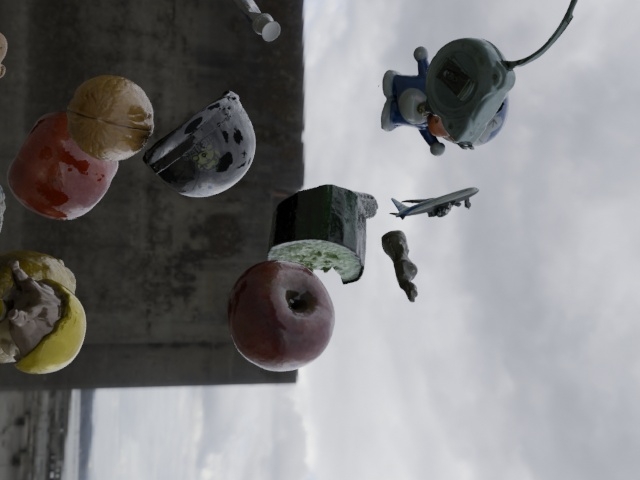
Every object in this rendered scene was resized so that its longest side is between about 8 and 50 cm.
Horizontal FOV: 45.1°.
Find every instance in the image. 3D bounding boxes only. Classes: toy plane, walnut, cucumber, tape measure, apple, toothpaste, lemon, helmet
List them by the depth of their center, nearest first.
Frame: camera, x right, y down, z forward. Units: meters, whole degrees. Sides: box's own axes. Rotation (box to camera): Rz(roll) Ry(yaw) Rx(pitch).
[{"bbox_3d":[-0.054,0.103,1.038,0.120,0.153,0.153,-43,-135,40],"label":"apple"},{"bbox_3d":[0.281,-0.318,1.235,0.164,0.084,0.330,47,-55,26],"label":"tape measure"},{"bbox_3d":[-0.003,-0.006,1.441,0.191,0.191,0.130,115,-17,-52],"label":"cucumber"},{"bbox_3d":[-0.402,-0.234,1.484,0.197,0.165,0.165,-16,108,-86],"label":"walnut"},{"bbox_3d":[-0.224,-0.173,1.540,0.160,0.230,0.279,55,2,-10],"label":"helmet"},{"bbox_3d":[0.270,-0.085,1.795,0.226,0.226,0.058,-147,-129,-69],"label":"toy plane"},{"bbox_3d":[-0.609,-0.167,1.819,0.260,0.216,0.260,-45,-157,25],"label":"apple"},{"bbox_3d":[-0.751,0.158,1.876,0.316,0.285,0.285,27,59,-67],"label":"lemon"},{"bbox_3d":[0.077,-0.095,2.037,0.077,0.265,0.077,-1,-92,30],"label":"cucumber"},{"bbox_3d":[-0.193,-0.642,2.150,0.266,0.096,0.061,54,-54,39],"label":"toothpaste"}]

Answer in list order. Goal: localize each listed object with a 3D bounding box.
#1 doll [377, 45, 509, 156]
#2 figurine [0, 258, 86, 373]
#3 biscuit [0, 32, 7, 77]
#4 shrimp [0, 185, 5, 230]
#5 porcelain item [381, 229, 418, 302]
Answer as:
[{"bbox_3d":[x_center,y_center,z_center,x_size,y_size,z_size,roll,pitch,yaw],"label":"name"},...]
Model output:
[{"bbox_3d":[0.243,-0.275,1.530,0.161,0.257,0.215,-39,130,-59],"label":"doll"},{"bbox_3d":[-0.647,0.156,1.588,0.187,0.343,0.215,-32,-127,25],"label":"figurine"},{"bbox_3d":[-0.842,-0.447,1.940,0.184,0.027,0.133,-61,161,5],"label":"biscuit"},{"bbox_3d":[-0.631,0.058,1.268,0.272,0.085,0.445,-43,154,-57],"label":"shrimp"},{"bbox_3d":[0.205,0.067,1.923,0.216,0.069,0.081,-101,179,-50],"label":"porcelain item"}]
